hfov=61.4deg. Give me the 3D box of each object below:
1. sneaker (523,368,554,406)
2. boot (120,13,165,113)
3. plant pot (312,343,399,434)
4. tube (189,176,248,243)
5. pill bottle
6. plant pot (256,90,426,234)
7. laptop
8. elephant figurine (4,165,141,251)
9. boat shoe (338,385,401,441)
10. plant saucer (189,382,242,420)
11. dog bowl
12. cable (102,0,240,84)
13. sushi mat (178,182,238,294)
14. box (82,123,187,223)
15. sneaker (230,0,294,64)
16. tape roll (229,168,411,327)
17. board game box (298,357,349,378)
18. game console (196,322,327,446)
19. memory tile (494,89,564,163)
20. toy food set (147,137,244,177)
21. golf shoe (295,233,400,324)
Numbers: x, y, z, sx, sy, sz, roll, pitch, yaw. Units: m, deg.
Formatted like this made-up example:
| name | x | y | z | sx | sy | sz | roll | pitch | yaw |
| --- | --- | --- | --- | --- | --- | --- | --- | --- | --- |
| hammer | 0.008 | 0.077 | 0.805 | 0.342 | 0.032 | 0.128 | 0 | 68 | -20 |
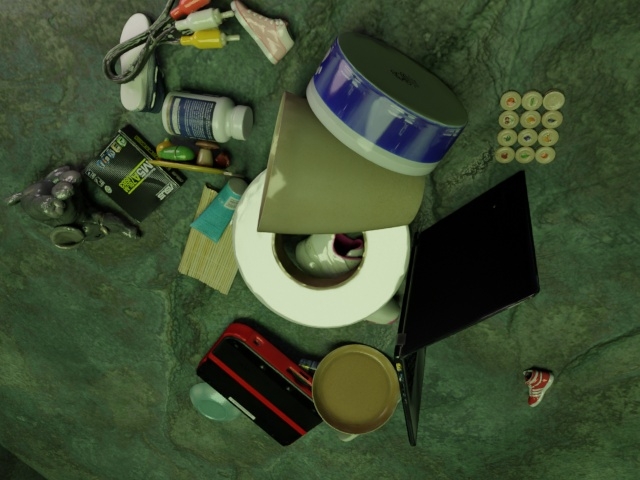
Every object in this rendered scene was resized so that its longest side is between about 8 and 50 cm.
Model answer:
| name | x | y | z | sx | sy | sz | roll | pitch | yaw |
| --- | --- | --- | --- | --- | --- | --- | --- | --- | --- |
| sneaker | 0.545 | 0.378 | 1.391 | 0.067 | 0.042 | 0.118 | 16 | 121 | 0 |
| boot | -0.359 | -0.357 | 1.106 | 0.069 | 0.086 | 0.189 | 13 | 101 | 17 |
| plant pot | 0.095 | 0.402 | 1.464 | 0.237 | 0.236 | 0.032 | 20 | 169 | 2 |
| tube | -0.236 | -0.067 | 1.270 | 0.080 | 0.052 | 0.207 | 38 | 132 | -9 |
| pill bottle | -0.231 | -0.255 | 1.120 | 0.170 | 0.094 | 0.094 | 10 | 128 | 10 |
| plant pot | 0.041 | -0.115 | 0.990 | 0.274 | 0.256 | 0.256 | 11 | 129 | -9 |
| laptop | 0.289 | 0.133 | 1.068 | 0.237 | 0.381 | 0.407 | -1 | 125 | 18 |
| elephant figurine | -0.614 | -0.053 | 1.360 | 0.186 | 0.169 | 0.239 | 23 | 153 | 36 |
| boat shoe | 0.149 | 0.491 | 1.526 | 0.227 | 0.079 | 0.081 | -47 | 118 | 4 |
| plant saucer | -0.352 | 0.550 | 1.793 | 0.195 | 0.037 | 0.194 | 8 | 127 | 10 |
| dog bowl | 0.115 | -0.236 | 0.921 | 0.265 | 0.264 | 0.104 | 30 | 124 | -7 |
| cable | -0.296 | -0.394 | 1.005 | 0.288 | 0.072 | 0.139 | -18 | 103 | 7 |
| sushi mat | -0.265 | 0.007 | 1.374 | 0.152 | 0.019 | 0.316 | 25 | 129 | -4 |
| box | -0.446 | -0.154 | 1.291 | 0.191 | 0.045 | 0.184 | -32 | 109 | 33 |
| sneaker | -0.101 | -0.403 | 1.002 | 0.070 | 0.051 | 0.134 | -34 | 105 | 20 |
| tape roll | 0.000 | 0.000 | 1.170 | 0.393 | 0.072 | 0.391 | 3 | 105 | 11 |
| board game box | 0.030 | 0.426 | 1.571 | 0.194 | 0.060 | 0.194 | 12 | 128 | 7 |
| game console | -0.170 | 0.434 | 1.597 | 0.387 | 0.060 | 0.342 | 40 | 136 | 0 |
| memory tile | 0.393 | -0.212 | 1.017 | 0.113 | 0.012 | 0.147 | 3 | 126 | 14 |
| toy food set | -0.270 | -0.188 | 1.186 | 0.218 | 0.128 | 0.071 | 9 | 95 | 12 |
| golf shoe | 0.088 | 0.082 | 1.268 | 0.306 | 0.115 | 0.140 | 38 | 124 | -14 |
